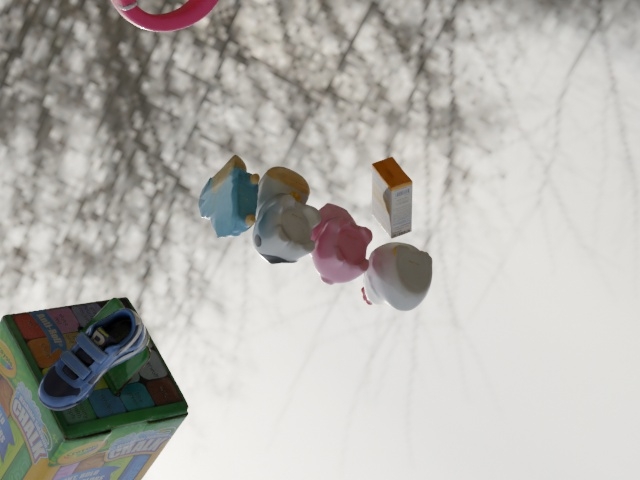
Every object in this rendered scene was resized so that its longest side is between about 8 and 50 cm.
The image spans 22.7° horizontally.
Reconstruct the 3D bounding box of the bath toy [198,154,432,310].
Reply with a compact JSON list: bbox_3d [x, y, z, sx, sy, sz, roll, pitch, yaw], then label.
[{"bbox_3d":[0.000,0.000,2.263,0.348,0.129,0.151,26,-121,-25],"label":"bath toy"}]

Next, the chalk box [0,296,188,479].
[{"bbox_3d":[-0.290,0.190,1.861,0.179,0.289,0.180,-8,-126,-41],"label":"chalk box"}]

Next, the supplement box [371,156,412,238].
[{"bbox_3d":[0.102,-0.061,2.259,0.036,0.098,0.062,-20,-133,-18],"label":"supplement box"}]

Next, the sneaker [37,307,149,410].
[{"bbox_3d":[-0.247,0.123,1.711,0.053,0.144,0.059,40,156,17],"label":"sneaker"}]

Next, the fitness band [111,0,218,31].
[{"bbox_3d":[-0.246,-0.464,2.462,0.209,0.290,0.054,-26,-149,-27],"label":"fitness band"}]
